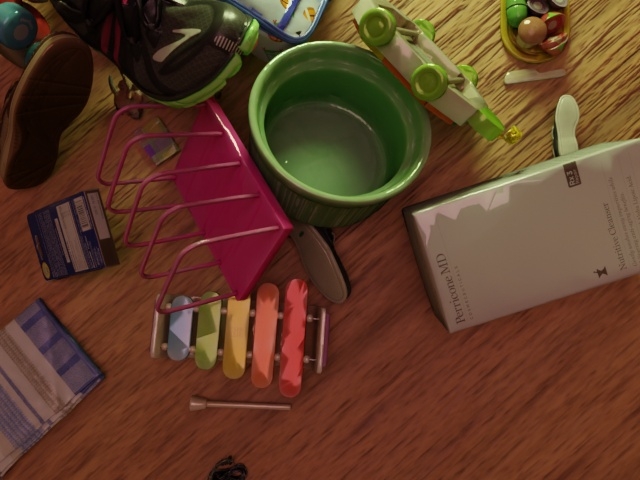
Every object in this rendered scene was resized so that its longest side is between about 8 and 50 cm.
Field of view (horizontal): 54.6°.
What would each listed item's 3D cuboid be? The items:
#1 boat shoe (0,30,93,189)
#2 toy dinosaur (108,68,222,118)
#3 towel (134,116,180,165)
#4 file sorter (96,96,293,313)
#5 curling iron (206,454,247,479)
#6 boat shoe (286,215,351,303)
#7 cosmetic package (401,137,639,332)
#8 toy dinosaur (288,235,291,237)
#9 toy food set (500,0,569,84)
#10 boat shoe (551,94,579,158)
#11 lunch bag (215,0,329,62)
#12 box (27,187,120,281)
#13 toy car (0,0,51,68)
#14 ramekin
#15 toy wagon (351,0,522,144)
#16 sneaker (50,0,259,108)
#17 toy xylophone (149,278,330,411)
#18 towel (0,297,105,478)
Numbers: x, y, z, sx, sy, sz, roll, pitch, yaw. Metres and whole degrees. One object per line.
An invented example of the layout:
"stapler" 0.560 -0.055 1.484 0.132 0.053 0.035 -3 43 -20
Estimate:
"boat shoe" -0.507 -0.242 1.094 0.123 0.123 0.342 54 131 18
"toy dinosaur" -0.268 -0.356 1.149 0.200 0.127 0.296 28 81 12
"towel" -0.313 -0.191 1.187 0.060 0.009 0.083 -35 84 -1
"file sorter" -0.221 -0.058 1.005 0.182 0.202 0.291 -12 60 -39
"curling iron" -0.069 0.441 1.101 0.274 0.035 0.068 10 86 5
"boat shoe" 0.000 0.000 1.115 0.079 0.084 0.233 -22 82 -42
"cosmetic package" 0.352 -0.012 1.044 0.385 0.156 0.217 -20 96 0
"toy dinosaur" -0.084 -0.037 1.147 0.082 0.047 0.090 20 73 -15
"toy food set" 0.401 -0.403 1.134 0.128 0.071 0.218 0 85 3
"boat shoe" 0.444 -0.200 1.130 0.046 0.038 0.125 -3 86 -7
"lunch bag" -0.082 -0.472 1.088 0.243 0.115 0.303 29 64 -15
"box" -0.448 -0.005 1.113 0.225 0.036 0.136 -11 95 40
"toy car" -0.534 -0.457 1.135 0.219 0.210 0.238 34 79 16
"ramekin" 0.020 -0.169 1.053 0.303 0.148 0.303 5 67 -12
"toy wagon" 0.197 -0.278 1.045 0.344 0.267 0.068 49 118 6
"sneaker" -0.294 -0.349 0.945 0.483 0.202 0.185 28 84 31
"toy xylophone" -0.139 0.193 1.106 0.322 0.081 0.236 -4 85 3
"towel" -0.562 0.275 1.148 0.285 0.034 0.209 -44 82 -3
